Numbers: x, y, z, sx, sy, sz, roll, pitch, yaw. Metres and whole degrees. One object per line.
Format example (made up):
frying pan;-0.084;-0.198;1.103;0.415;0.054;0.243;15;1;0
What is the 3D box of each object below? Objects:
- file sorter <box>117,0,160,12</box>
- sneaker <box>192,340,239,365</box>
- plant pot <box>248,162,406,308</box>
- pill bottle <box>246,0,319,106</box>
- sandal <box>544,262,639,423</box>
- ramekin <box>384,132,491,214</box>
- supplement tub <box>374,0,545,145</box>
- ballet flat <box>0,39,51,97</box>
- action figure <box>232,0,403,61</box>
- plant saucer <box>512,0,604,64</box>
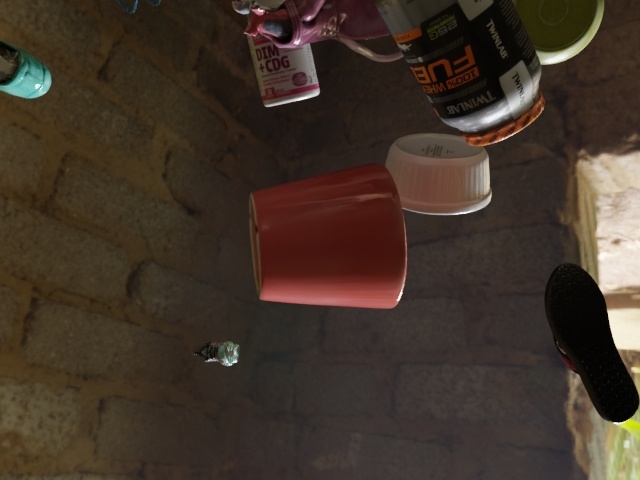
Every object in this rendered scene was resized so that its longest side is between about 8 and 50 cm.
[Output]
file sorter;-0.215;-0.402;0.808;0.118;0.170;0.104;51;145;6
sneaker;-0.170;0.178;0.929;0.069;0.038;0.098;2;165;3
plant pot;0.000;0.000;1.067;0.243;0.274;0.275;-4;162;-11
pill bottle;-0.107;-0.514;1.572;0.160;0.283;0.160;-12;-165;3
sandal;0.278;0.110;0.623;0.067;0.179;0.040;-26;-174;-12
ramekin;0.281;-0.170;1.422;0.273;0.273;0.127;5;117;8
supplement tub;0.247;-0.332;1.004;0.194;0.193;0.316;-14;121;45
ballet flat;-0.539;-0.295;0.907;0.247;0.083;0.087;23;176;7
action figure;-0.010;-0.452;1.226;0.370;0.275;0.248;-30;-174;-36
plant saucer;0.531;-0.528;1.348;0.241;0.240;0.037;7;-162;2
